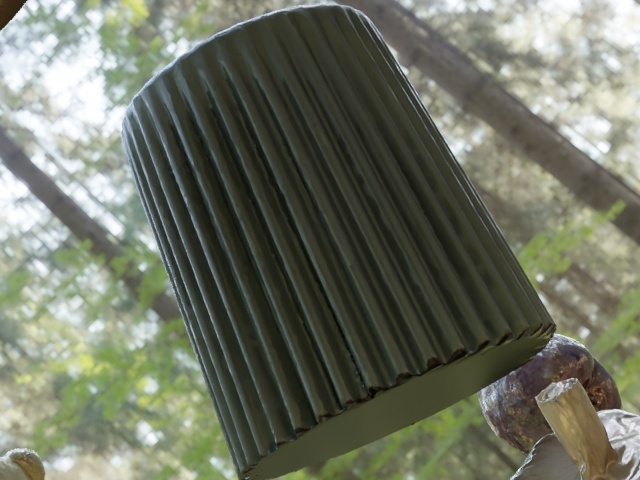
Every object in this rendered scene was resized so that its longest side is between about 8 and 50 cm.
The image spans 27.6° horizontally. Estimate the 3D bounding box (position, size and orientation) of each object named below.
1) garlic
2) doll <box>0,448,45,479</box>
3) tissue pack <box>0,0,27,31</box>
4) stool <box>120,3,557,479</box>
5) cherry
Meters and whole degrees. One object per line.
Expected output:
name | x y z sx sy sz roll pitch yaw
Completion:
garlic | 0.215 0.189 0.955 0.218 0.219 0.212 -40 -55 -24
doll | -0.407 0.384 1.525 0.175 0.278 0.149 -4 -1 -44
tissue pack | -0.206 -0.263 0.539 0.277 0.267 0.387 4 -57 -30
stool | 0.000 0.000 1.132 0.297 0.330 0.297 -24 -16 -7
cherry | 0.253 0.178 1.492 0.140 0.176 0.176 -62 -15 -17
